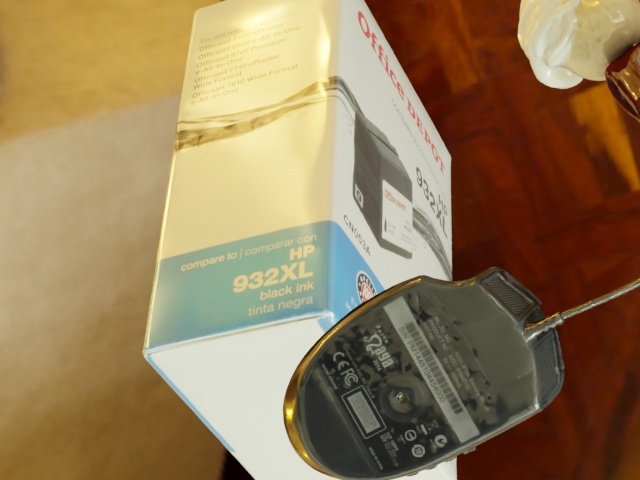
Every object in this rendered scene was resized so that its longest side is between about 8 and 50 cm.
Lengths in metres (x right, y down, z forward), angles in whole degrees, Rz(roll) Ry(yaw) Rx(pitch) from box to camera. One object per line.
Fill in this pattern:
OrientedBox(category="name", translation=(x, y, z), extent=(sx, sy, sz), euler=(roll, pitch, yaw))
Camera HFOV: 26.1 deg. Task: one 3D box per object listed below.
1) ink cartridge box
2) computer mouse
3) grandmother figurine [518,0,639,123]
OrientedBox(category="ink cartridge box", translation=(0.000, 0.000, 0.957), extent=(0.129, 0.223, 0.307), euler=(-15, 48, 20))
OrientedBox(category="computer mouse", translation=(0.094, 0.023, 0.526), extent=(0.242, 0.041, 0.071), euler=(-26, 94, 11))
OrientedBox(category="grandmother figurine", translation=(0.274, -0.083, 0.947), extent=(0.342, 0.208, 0.104), euler=(42, 100, 26))
